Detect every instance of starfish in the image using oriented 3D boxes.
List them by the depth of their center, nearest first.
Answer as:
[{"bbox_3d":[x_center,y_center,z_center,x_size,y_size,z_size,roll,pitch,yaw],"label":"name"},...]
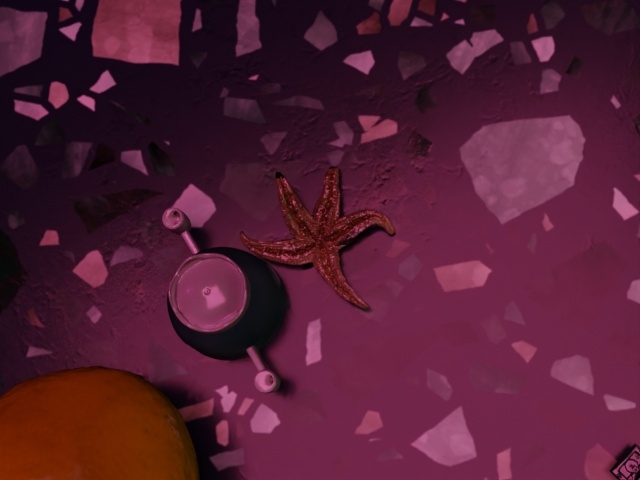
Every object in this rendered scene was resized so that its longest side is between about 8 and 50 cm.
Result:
[{"bbox_3d":[0.000,0.000,1.666,0.213,0.057,0.238,-22,85,-3],"label":"starfish"}]

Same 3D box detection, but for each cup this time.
[{"bbox_3d":[-0.140,0.082,1.608,0.168,0.173,0.299,-31,77,0],"label":"cup"}]

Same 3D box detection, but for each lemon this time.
[{"bbox_3d":[-0.321,0.331,1.513,0.348,0.348,0.347,-1,80,7],"label":"lemon"}]

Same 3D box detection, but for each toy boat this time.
[{"bbox_3d":[0.461,0.343,1.546,0.141,0.060,0.055,44,86,9],"label":"toy boat"}]
